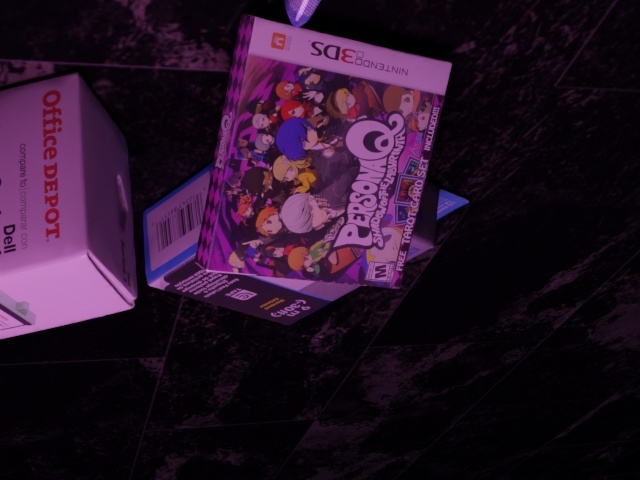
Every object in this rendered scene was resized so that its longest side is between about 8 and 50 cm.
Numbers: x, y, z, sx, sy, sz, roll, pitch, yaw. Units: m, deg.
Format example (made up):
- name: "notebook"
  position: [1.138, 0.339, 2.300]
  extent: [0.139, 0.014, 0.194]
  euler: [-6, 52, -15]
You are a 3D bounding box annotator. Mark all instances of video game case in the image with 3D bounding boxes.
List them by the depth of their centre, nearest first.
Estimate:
- name: "video game case"
  position: [0.005, -0.075, 0.866]
  extent: [0.210, 0.042, 0.232]
  euler: [7, 102, -27]

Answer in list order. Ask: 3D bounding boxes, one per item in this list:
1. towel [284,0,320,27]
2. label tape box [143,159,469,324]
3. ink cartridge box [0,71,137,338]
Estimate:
- name: "towel"
  position: [0.060, -0.270, 0.480]
  extent: [0.034, 0.209, 0.285]
  euler: [23, 129, -20]
- name: "label tape box"
  position: [0.000, 0.000, 1.082]
  extent: [0.241, 0.105, 0.334]
  euler: [-31, 145, 33]
- name: "ink cartridge box"
  position: [-0.323, -0.017, 0.843]
  extent: [0.278, 0.201, 0.117]
  euler: [-13, 151, 4]
